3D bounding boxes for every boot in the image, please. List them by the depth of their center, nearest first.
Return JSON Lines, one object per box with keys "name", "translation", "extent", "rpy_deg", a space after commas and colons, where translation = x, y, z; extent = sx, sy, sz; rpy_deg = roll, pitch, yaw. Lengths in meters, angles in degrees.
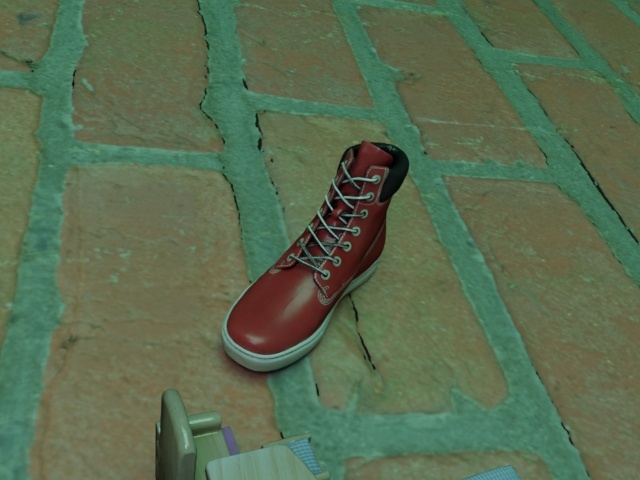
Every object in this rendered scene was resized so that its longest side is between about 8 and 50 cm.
{"name": "boot", "translation": [0.000, 0.000, 0.725], "extent": [0.088, 0.176, 0.244], "rpy_deg": [30, 42, 15]}

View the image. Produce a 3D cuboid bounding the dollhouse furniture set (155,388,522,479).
{"name": "dollhouse furniture set", "translation": [0.074, 0.180, 0.493], "extent": [0.304, 0.198, 0.286], "rpy_deg": [-8, 43, -21]}
